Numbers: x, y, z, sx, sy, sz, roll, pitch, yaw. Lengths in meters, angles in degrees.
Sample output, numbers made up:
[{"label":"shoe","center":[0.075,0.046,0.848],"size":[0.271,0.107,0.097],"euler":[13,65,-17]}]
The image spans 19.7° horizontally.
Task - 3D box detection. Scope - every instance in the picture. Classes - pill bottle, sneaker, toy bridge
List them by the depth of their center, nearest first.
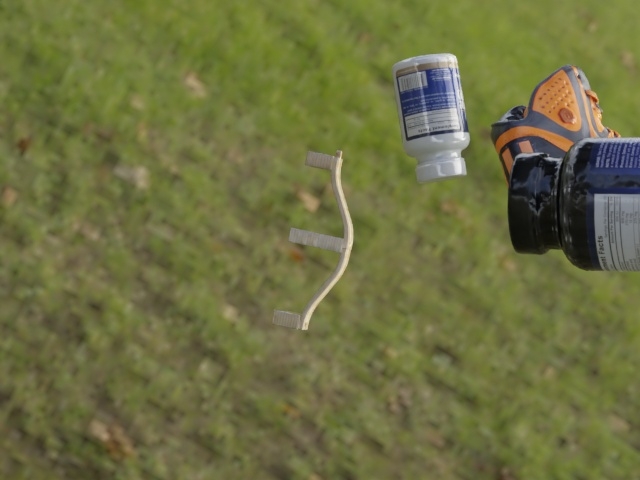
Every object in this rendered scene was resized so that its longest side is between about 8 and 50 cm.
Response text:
[{"label":"pill bottle","center":[0.284,-0.032,1.648],"size":[0.219,0.123,0.123],"euler":[2,9,19]},{"label":"pill bottle","center":[0.111,-0.119,1.811],"size":[0.067,0.120,0.067],"euler":[-9,-4,-1]},{"label":"toy bridge","center":[0.000,0.000,1.882],"size":[0.063,0.188,0.026],"euler":[12,0,15]},{"label":"sneaker","center":[0.308,-0.095,1.922],"size":[0.321,0.124,0.180],"euler":[2,56,-44]}]
